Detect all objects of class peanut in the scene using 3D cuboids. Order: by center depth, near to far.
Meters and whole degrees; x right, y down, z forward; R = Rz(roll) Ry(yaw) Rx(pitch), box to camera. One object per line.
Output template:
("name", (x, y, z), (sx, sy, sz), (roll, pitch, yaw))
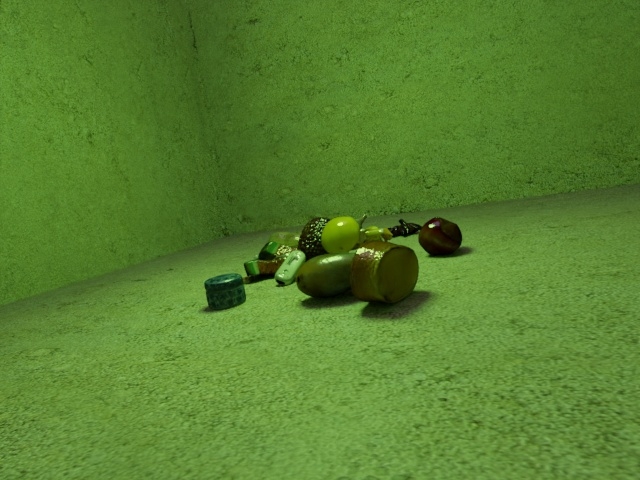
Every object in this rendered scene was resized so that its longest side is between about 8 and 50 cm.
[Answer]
("peanut", (-0.180, 0.006, 2.595), (0.306, 0.146, 0.147), (-2, 10, 23))

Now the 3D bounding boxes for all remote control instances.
("remote control", (-0.130, 0.114, 1.800), (0.078, 0.042, 0.221), (21, 38, 10))

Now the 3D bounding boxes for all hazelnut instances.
("hazelnut", (0.528, -0.011, 1.803), (0.178, 0.177, 0.204), (-5, 4, 33))

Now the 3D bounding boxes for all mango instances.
("mango", (0.071, 0.115, 1.425), (0.317, 0.146, 0.193), (-8, -13, 1))

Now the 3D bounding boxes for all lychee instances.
("lychee", (0.000, 0.000, 2.101), (0.271, 0.236, 0.236), (-45, 19, -15))

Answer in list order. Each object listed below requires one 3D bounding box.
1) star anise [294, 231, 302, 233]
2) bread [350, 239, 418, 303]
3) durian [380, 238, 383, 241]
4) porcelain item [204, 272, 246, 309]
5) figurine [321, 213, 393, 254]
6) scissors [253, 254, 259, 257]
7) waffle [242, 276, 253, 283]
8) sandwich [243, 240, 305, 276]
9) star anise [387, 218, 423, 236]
("star anise", (-0.142, -0.017, 2.804), (0.213, 0.111, 0.196), (-14, -1, 35))
("bread", (0.194, 0.097, 1.280), (0.143, 0.195, 0.270), (4, 5, 41))
("durian", (0.287, 0.014, 2.189), (0.100, 0.086, 0.215), (-21, 4, 26))
("porcelain item", (-0.366, 0.190, 1.580), (0.147, 0.114, 0.147), (-10, 9, 2))
("figurine", (0.163, -0.015, 1.951), (0.344, 0.187, 0.215), (1, -35, -39))
("scissors", (-0.343, 0.097, 2.583), (0.100, 0.015, 0.189), (-18, 13, -38))
("waffle", (-0.387, 0.191, 1.931), (0.135, 0.021, 0.092), (-9, 8, 4))
("sandwich", (-0.213, 0.083, 1.961), (0.302, 0.161, 0.250), (-6, 3, 13))
("star anise", (0.491, -0.082, 2.516), (0.272, 0.102, 0.272), (-11, 5, 1))
